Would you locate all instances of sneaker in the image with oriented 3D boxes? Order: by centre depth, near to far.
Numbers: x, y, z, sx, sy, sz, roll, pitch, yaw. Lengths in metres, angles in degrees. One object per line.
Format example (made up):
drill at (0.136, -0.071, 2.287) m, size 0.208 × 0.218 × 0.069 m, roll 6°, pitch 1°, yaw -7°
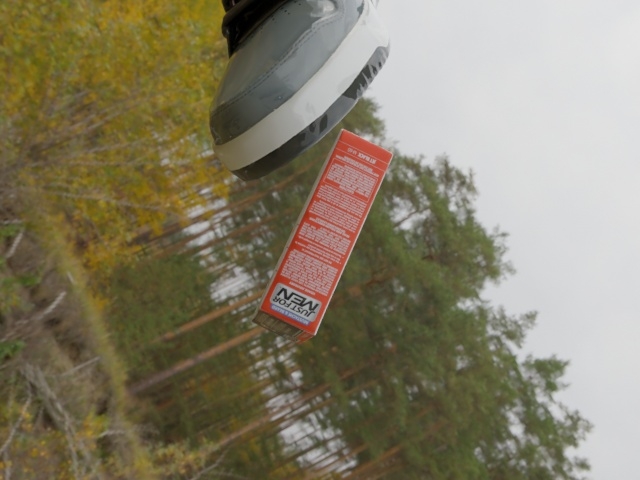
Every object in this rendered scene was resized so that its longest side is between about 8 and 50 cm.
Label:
sneaker at (-0.037, -0.184, 0.408) m, size 0.178 × 0.123 × 0.296 m, roll 45°, pitch 39°, yaw -28°

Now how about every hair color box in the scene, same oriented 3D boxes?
hair color box at (0.000, 0.000, 0.626) m, size 0.053 × 0.167 × 0.093 m, roll 26°, pitch -15°, yaw -3°
